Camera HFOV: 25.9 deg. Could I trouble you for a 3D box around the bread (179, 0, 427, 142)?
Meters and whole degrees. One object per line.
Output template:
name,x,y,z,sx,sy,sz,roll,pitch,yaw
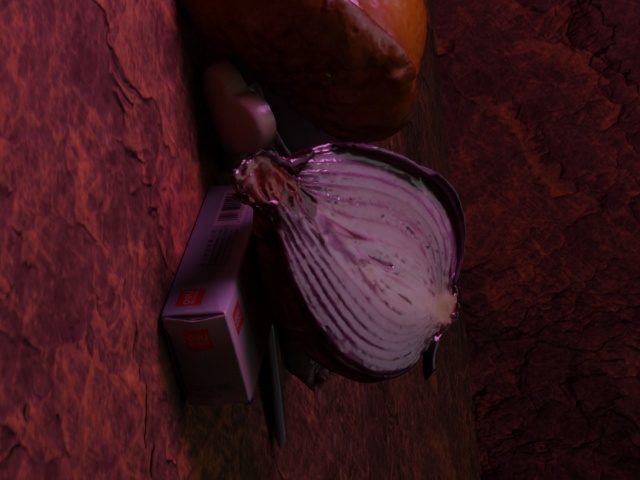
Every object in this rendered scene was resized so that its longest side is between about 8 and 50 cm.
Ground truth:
bread,0.018,-0.267,1.663,0.340,0.179,0.194,37,53,-25

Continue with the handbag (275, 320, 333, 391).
handbag,-0.016,0.108,1.900,0.117,0.095,0.173,73,2,-51

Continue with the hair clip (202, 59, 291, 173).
hair clip,-0.077,-0.121,1.695,0.071,0.159,0.218,-41,105,-26

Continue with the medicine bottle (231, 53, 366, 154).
medicine bottle,-0.002,-0.110,1.803,0.130,0.130,0.341,-13,82,-77

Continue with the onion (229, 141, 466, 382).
onion,0.000,0.000,1.602,0.349,0.159,0.267,39,65,-28

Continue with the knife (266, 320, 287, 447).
knife,-0.072,0.116,1.845,0.061,0.027,0.343,-106,-170,-70

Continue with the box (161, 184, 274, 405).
box,-0.106,0.059,1.612,0.269,0.079,0.135,-75,157,-53
